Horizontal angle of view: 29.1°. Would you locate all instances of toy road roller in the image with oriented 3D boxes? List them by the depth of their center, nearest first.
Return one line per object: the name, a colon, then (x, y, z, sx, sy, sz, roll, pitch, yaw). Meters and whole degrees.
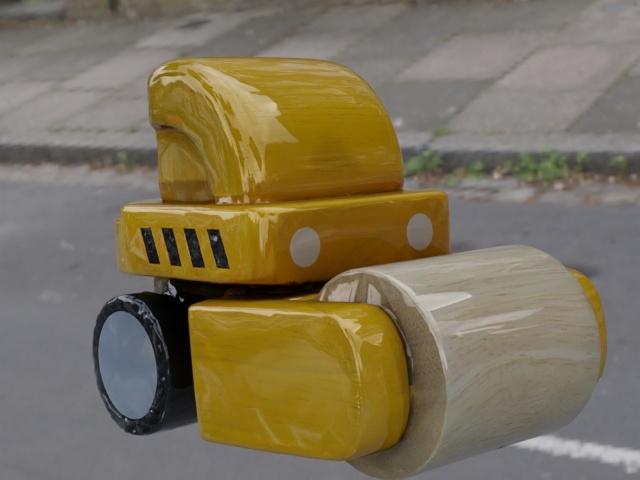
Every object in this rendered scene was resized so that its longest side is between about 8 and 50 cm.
toy road roller: (0.000, 0.000, 0.772, 0.202, 0.241, 0.329, -8, 7, -40)
